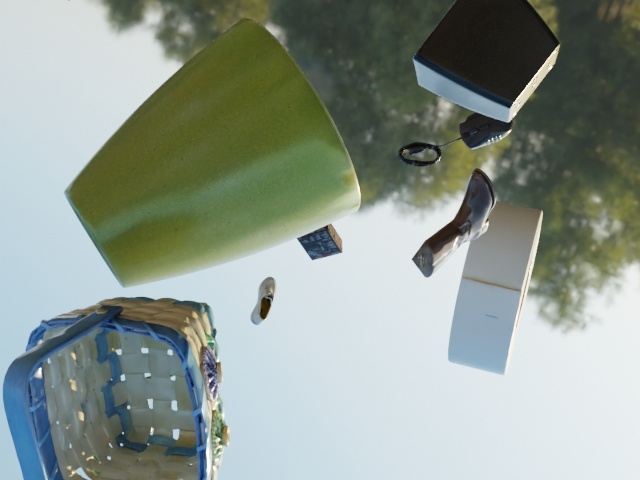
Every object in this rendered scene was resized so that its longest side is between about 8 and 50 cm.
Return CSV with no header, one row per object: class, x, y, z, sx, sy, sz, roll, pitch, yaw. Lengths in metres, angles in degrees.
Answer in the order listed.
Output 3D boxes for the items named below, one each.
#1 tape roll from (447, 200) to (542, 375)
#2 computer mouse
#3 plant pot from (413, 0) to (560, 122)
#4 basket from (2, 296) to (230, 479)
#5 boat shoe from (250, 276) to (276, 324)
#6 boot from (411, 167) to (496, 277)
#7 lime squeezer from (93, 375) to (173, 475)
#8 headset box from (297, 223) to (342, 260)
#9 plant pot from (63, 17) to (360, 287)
tape roll,0.292,0.077,1.871,0.100,0.286,0.286,14,-171,12
computer mouse,0.269,-0.203,2.223,0.242,0.071,0.041,-22,172,-7
plant pot,0.272,-0.293,1.782,0.167,0.187,0.188,38,180,9
basket,-0.208,0.182,1.125,0.201,0.255,0.289,4,-158,23
boat shoe,-0.099,0.108,2.074,0.035,0.100,0.035,35,146,-21
boot,0.154,-0.018,1.321,0.114,0.106,0.037,-33,-132,-28
lime squeezer,-0.320,0.289,1.777,0.110,0.059,0.310,34,-134,-7
headset box,0.000,0.000,2.030,0.062,0.032,0.083,-15,142,17
plant pot,-0.149,-0.077,1.362,0.275,0.293,0.275,55,169,17
